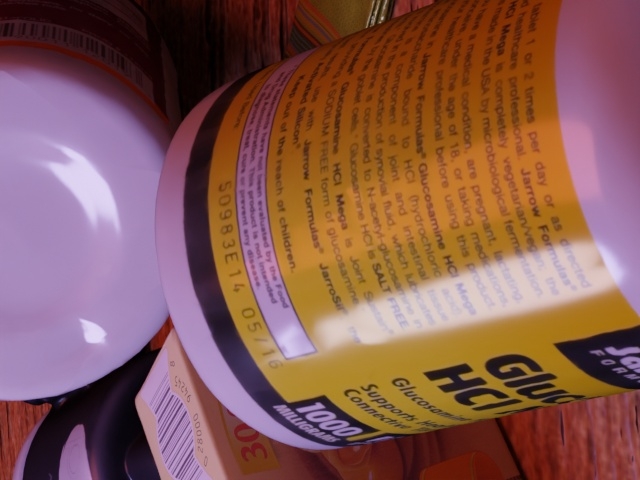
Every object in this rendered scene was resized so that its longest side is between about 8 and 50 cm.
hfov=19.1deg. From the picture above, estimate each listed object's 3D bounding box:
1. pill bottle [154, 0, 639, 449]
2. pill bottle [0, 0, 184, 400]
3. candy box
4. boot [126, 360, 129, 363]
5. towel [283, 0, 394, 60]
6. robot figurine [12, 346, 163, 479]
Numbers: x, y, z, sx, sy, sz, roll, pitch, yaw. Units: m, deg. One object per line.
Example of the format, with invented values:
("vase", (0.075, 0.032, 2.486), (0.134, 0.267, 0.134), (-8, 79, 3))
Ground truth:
("pill bottle", (0.102, -0.023, 0.823), (0.334, 0.188, 0.188), (-17, 80, 40))
("pill bottle", (-0.204, -0.067, 1.304), (0.392, 0.224, 0.224), (-107, 20, -69))
("candy box", (0.034, 0.189, 1.059), (0.087, 0.183, 0.316), (-59, 45, 49))
("boot", (-0.163, 0.120, 1.532), (0.229, 0.091, 0.263), (64, 150, 23))
("towel", (0.013, -0.163, 1.204), (0.102, 0.021, 0.237), (50, 137, 45))
("robot figurine", (-0.111, 0.166, 1.339), (0.278, 0.173, 0.209), (-29, 67, 59))
